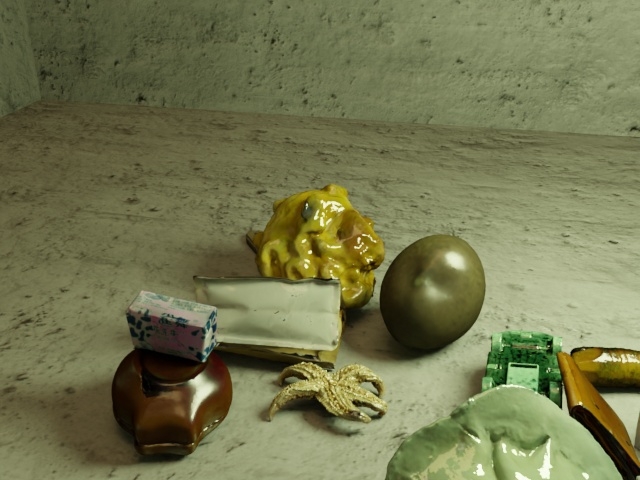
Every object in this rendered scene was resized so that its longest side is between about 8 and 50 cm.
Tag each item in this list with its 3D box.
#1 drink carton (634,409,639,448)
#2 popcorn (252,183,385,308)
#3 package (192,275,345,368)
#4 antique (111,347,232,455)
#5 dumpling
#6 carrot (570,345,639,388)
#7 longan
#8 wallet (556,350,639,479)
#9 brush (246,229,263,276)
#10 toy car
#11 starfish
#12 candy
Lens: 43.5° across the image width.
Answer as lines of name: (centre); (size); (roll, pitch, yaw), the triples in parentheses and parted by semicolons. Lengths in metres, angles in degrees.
drink carton: (0.650, 0.318, 1.332); (0.102, 0.134, 0.222); (-26, 34, -37)
popcorn: (0.000, 0.000, 1.854); (0.316, 0.281, 0.297); (10, 64, 21)
package: (-0.109, 0.185, 1.684); (0.311, 0.221, 0.165); (3, 65, 5)
antique: (-0.274, 0.273, 1.488); (0.224, 0.129, 0.278); (3, 26, 1)
dumpling: (0.253, 0.377, 1.175); (0.321, 0.212, 0.270); (-2, 59, -34)
carrot: (0.571, 0.246, 1.551); (0.173, 0.082, 0.082); (1, 25, 7)
longan: (0.233, 0.114, 1.677); (0.215, 0.246, 0.246); (0, 23, 31)
wallet: (0.464, 0.299, 1.350); (0.042, 0.195, 0.161); (-37, 17, 19)
brush: (-0.140, 0.030, 2.076); (0.070, 0.065, 0.327); (-11, 26, -13)
toy car: (0.371, 0.267, 1.469); (0.136, 0.125, 0.306); (2, 19, 15)
starfish: (0.008, 0.287, 1.523); (0.216, 0.071, 0.238); (-16, 22, -39)
candy: (-0.270, 0.159, 1.469); (0.160, 0.092, 0.073); (11, 32, 14)
